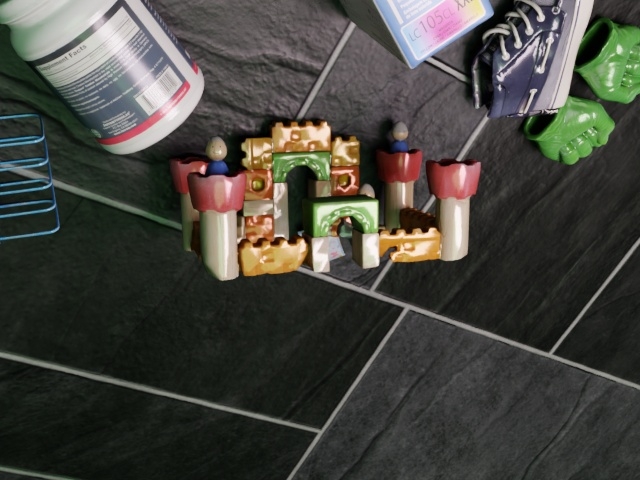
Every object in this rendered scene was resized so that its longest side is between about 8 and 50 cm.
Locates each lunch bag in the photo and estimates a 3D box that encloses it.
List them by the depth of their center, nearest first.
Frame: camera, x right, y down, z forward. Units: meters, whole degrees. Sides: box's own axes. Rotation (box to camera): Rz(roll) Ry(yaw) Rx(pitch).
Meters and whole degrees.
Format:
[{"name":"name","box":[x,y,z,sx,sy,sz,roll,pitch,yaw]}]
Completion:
[{"name":"lunch bag","box":[0.000,0.000,1.532,0.071,0.053,0.083,-24,135,0]}]

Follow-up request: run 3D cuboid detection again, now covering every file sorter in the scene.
[{"name":"file sorter","box":[-0.476,-0.102,1.272,0.105,0.118,0.170,-10,124,-17]}]

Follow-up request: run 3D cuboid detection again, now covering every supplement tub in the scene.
[{"name":"supplement tub","box":[-0.314,-0.277,1.167,0.191,0.191,0.272,-34,125,4]}]

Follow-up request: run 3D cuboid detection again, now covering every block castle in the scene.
[{"name":"block castle","box":[-0.002,-0.083,1.317,0.454,0.303,0.212,-4,102,-17]}]

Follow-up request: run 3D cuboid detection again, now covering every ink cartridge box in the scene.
[{"name":"ink cartridge box","box":[0.051,-0.465,1.120,0.151,0.270,0.395,-36,125,3]}]

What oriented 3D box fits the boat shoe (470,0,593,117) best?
[{"name":"boat shoe","box":[0.351,-0.357,1.373,0.158,0.127,0.340,-14,125,-18]}]

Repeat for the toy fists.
[{"name":"toy fists","box":[0.508,-0.267,1.506,0.142,0.096,0.279,20,112,-29]}]
